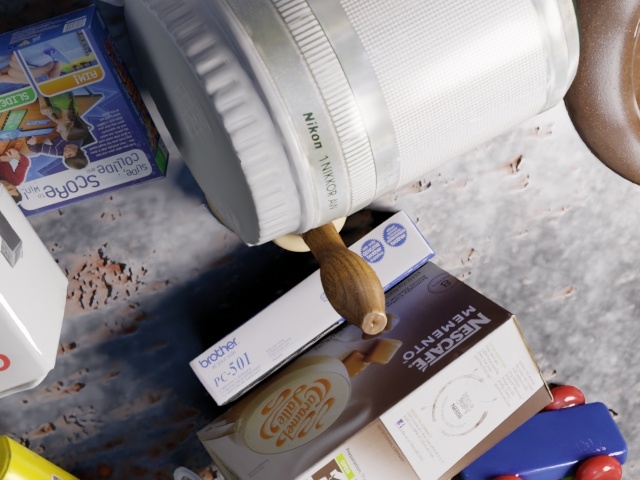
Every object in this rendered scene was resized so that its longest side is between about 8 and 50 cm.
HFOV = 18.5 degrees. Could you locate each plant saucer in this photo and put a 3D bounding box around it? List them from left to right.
[{"bbox_3d":[0.347,-0.165,1.604,0.310,0.050,0.310,-8,121,-14],"label":"plant saucer"}]

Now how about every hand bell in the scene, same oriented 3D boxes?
[{"bbox_3d":[0.000,0.000,1.461,0.126,0.242,0.126,-8,121,-14],"label":"hand bell"}]

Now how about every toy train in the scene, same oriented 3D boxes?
[{"bbox_3d":[0.139,0.227,1.729,0.248,0.105,0.143,-10,134,-13],"label":"toy train"}]

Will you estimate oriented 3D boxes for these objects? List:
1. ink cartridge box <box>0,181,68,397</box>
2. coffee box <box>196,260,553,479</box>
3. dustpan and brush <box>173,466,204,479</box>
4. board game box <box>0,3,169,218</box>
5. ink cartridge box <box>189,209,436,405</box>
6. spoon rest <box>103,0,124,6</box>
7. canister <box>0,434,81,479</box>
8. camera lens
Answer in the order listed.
[{"bbox_3d":[-0.330,-0.002,1.392,0.197,0.114,0.273,-19,124,16],"label":"ink cartridge box"},{"bbox_3d":[0.044,0.142,1.587,0.246,0.141,0.098,-35,122,-11],"label":"coffee box"},{"bbox_3d":[-0.073,0.248,1.683,0.147,0.060,0.211,-34,123,2],"label":"dustpan and brush"},{"bbox_3d":[-0.228,-0.079,1.424,0.201,0.035,0.136,-15,124,13],"label":"board game box"},{"bbox_3d":[-0.004,0.053,1.573,0.207,0.097,0.046,-36,86,3],"label":"ink cartridge box"},{"bbox_3d":[-0.145,-0.261,1.307,0.137,0.084,0.276,13,138,8],"label":"spoon rest"},{"bbox_3d":[-0.229,0.248,1.624,0.170,0.073,0.126,36,102,-30],"label":"canister"},{"bbox_3d":[0.027,-0.145,1.386,0.274,0.219,0.219,-28,124,-12],"label":"camera lens"}]
